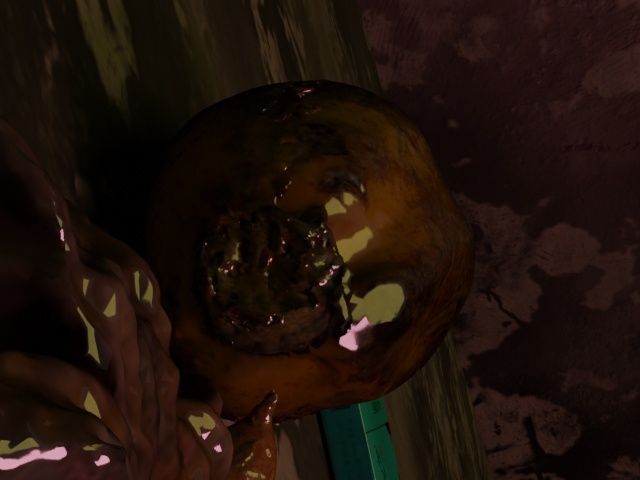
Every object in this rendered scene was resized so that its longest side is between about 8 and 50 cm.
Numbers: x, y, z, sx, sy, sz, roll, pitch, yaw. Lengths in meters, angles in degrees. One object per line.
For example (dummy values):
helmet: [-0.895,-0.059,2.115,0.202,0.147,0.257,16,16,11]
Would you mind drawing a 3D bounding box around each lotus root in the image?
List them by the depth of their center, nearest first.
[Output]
lotus root: [0.000,0.000,0.912,0.397,0.179,0.196,-23,102,-80]

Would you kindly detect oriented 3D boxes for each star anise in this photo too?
star anise: [-0.083,0.104,0.468,0.315,0.108,0.315,-9,90,-88]

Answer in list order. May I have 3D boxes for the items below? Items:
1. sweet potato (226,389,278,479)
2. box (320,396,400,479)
sweet potato: [-0.067,0.168,0.669,0.068,0.068,0.226,67,31,-49]
box: [0.042,0.200,1.340,0.161,0.042,0.226,18,59,-79]
